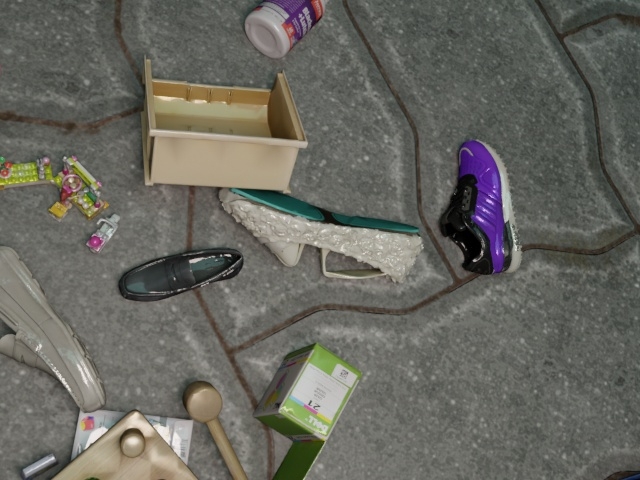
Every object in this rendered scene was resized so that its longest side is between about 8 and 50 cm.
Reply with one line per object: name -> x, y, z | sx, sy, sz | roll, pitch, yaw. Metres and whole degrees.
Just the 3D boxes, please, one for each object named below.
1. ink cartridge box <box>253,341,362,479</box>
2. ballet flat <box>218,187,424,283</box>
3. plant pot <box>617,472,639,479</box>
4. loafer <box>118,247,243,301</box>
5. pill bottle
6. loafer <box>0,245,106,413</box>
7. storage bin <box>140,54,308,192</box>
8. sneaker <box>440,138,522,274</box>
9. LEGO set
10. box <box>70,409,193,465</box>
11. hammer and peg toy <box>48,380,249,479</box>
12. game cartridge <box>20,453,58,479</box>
ink cartridge box -> -0.056, 0.312, 1.227 | 0.097, 0.189, 0.255 | 35, 67, -7
ballet flat -> 0.000, 0.000, 1.379 | 0.409, 0.147, 0.147 | 13, 70, -13
plant pot -> 0.668, 0.550, 1.385 | 0.236, 0.212, 0.236 | -9, 78, -21
loafer -> -0.244, 0.054, 1.301 | 0.223, 0.078, 0.076 | -13, 78, -21
pill bottle -> -0.057, -0.472, 1.504 | 0.108, 0.108, 0.193 | 40, 67, -4
loafer -> -0.464, 0.156, 1.188 | 0.111, 0.112, 0.319 | -36, 80, -19
storage bin -> -0.185, -0.216, 1.327 | 0.262, 0.123, 0.260 | 1, 44, -18
sneaker -> 0.311, -0.069, 1.510 | 0.146, 0.102, 0.293 | -7, 77, -19
LEGO set -> -0.473, -0.097, 1.254 | 0.287, 0.107, 0.132 | 26, 68, -10
box -> -0.313, 0.359, 1.210 | 0.186, 0.038, 0.145 | 10, 72, -16
hammer and peg toy -> -0.254, 0.403, 1.124 | 0.361, 0.127, 0.266 | -39, 96, -16
game cartridge -> -0.438, 0.355, 1.145 | 0.056, 0.083, 0.017 | -24, 78, -22
